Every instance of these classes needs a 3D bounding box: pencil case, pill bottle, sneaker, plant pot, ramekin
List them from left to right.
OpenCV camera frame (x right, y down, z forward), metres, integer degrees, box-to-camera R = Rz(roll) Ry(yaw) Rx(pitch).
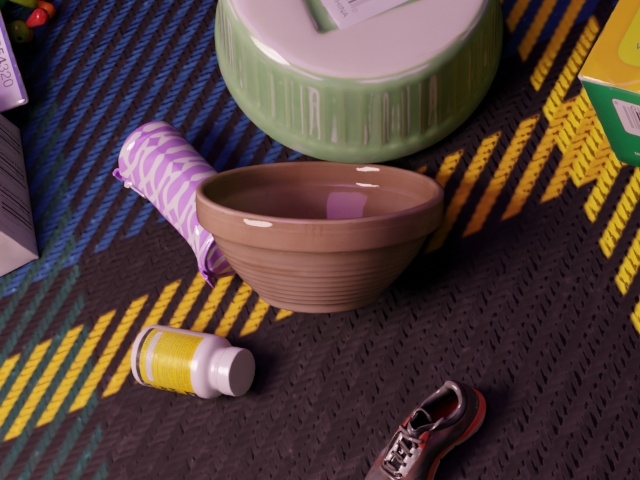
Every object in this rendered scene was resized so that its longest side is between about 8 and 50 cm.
[{"bbox_3d":[-0.142,-0.045,1.363,0.088,0.086,0.206,-40,52,-8],"label":"pencil case"},{"bbox_3d":[-0.126,0.123,1.274,0.116,0.065,0.065,7,67,31],"label":"pill bottle"},{"bbox_3d":[0.000,0.000,1.221,0.237,0.237,0.110,10,110,31],"label":"plant pot"},{"bbox_3d":[0.038,-0.243,1.274,0.303,0.148,0.303,-1,71,2],"label":"ramekin"},{"bbox_3d":[0.079,0.183,1.134,0.061,0.065,0.158,34,82,37],"label":"sneaker"}]

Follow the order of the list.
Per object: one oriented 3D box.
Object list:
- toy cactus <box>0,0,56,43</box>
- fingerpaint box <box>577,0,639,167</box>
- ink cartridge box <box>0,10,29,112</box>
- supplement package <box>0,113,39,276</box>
[{"bbox_3d":[-0.447,-0.301,1.667,0.180,0.112,0.219,-46,61,10],"label":"toy cactus"},{"bbox_3d":[0.507,-0.192,1.063,0.444,0.163,0.371,21,75,34],"label":"fingerpaint box"},{"bbox_3d":[-0.551,-0.263,1.616,0.330,0.071,0.324,-18,84,7],"label":"ink cartridge box"},{"bbox_3d":[-0.460,-0.050,1.491,0.194,0.149,0.203,-26,56,13],"label":"supplement package"}]
